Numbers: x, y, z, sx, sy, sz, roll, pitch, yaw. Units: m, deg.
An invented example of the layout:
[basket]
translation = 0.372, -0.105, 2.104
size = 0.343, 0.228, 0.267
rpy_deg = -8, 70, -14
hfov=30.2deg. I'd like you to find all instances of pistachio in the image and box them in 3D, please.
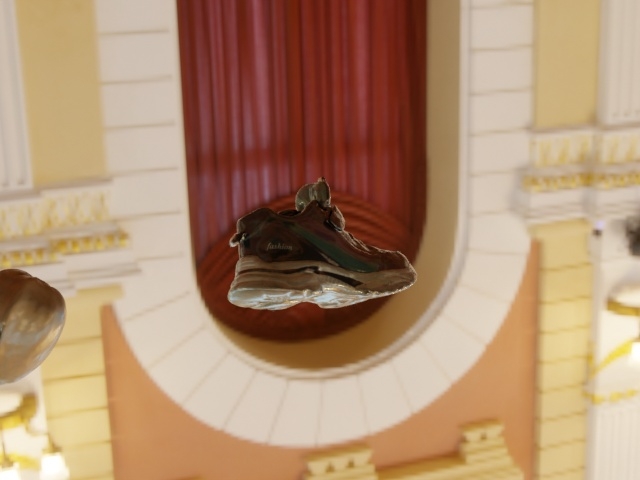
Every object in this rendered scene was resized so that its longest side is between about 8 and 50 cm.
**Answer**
[pistachio]
translation = -0.352, 0.101, 1.367
size = 0.113, 0.149, 0.113
rpy_deg = 22, -161, -8

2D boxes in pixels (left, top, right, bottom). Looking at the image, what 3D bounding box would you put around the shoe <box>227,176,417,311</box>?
[shoe]
translation = 0.000, 0.000, 0.892
size = 0.169, 0.099, 0.071
rpy_deg = 0, 166, -40
